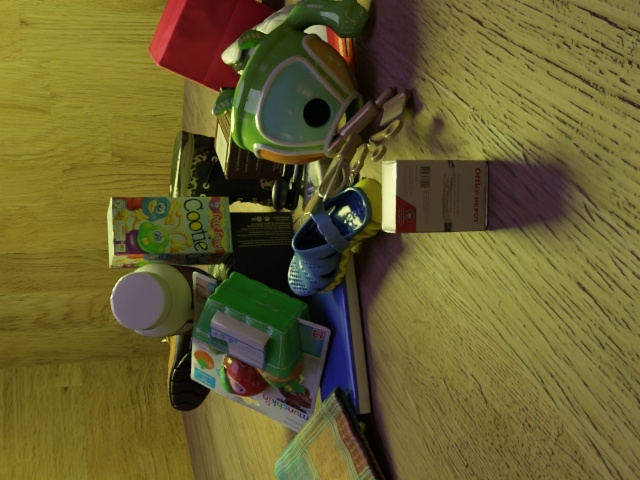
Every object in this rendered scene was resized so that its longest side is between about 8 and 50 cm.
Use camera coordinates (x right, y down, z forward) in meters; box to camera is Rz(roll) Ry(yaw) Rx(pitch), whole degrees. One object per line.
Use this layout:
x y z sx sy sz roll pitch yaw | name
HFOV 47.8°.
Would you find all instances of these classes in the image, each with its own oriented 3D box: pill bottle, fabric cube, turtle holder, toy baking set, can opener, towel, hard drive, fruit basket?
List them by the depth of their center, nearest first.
0.054 -0.158 1.227 0.256 0.030 0.196 -40 22 29 | toy baking set
-0.029 -0.294 1.396 0.320 0.227 0.243 -57 -17 -15 | turtle holder
0.018 0.497 1.458 0.271 0.040 0.370 62 144 29 | towel
0.034 0.200 1.508 0.210 0.040 0.318 144 122 -67 | hard drive
-0.060 -0.155 1.568 0.073 0.059 0.186 -45 -31 -79 | can opener
-0.153 0.261 1.582 0.165 0.327 0.353 -45 -26 -53 | fruit basket
-0.356 0.138 1.664 0.301 0.169 0.169 23 -117 -78 | pill bottle
-0.291 -0.562 1.958 0.258 0.259 0.254 -63 26 13 | fabric cube

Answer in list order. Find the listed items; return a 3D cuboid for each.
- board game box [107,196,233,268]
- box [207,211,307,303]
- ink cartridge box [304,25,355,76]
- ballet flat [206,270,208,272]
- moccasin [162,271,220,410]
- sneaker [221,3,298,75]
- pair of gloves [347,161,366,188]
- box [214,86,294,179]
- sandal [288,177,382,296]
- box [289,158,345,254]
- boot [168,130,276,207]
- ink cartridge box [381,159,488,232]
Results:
-0.365 -0.018 1.740 0.144 0.275 0.142 142 124 -66 | board game box
-0.174 0.133 1.894 0.343 0.179 0.312 129 137 -62 | box
0.004 -0.386 1.534 0.225 0.056 0.181 146 120 -69 | ink cartridge box
-0.307 0.244 2.414 0.409 0.147 0.147 -114 29 -53 | ballet flat
-0.344 0.264 1.913 0.147 0.139 0.380 -151 62 -69 | moccasin
-0.112 -0.468 1.791 0.268 0.153 0.101 -22 25 38 | sneaker
0.071 -0.106 1.424 0.083 0.010 0.074 -113 28 -48 | pair of gloves
-0.134 -0.253 1.708 0.168 0.203 0.167 -119 33 -52 | box
0.000 0.000 1.360 0.126 0.138 0.317 60 141 26 | sandal
-0.009 -0.077 1.586 0.231 0.056 0.183 146 120 -67 | box
-0.268 -0.113 1.983 0.138 0.284 0.377 -129 43 -59 | boot
0.156 -0.061 0.994 0.056 0.135 0.099 -165 75 -73 | ink cartridge box
